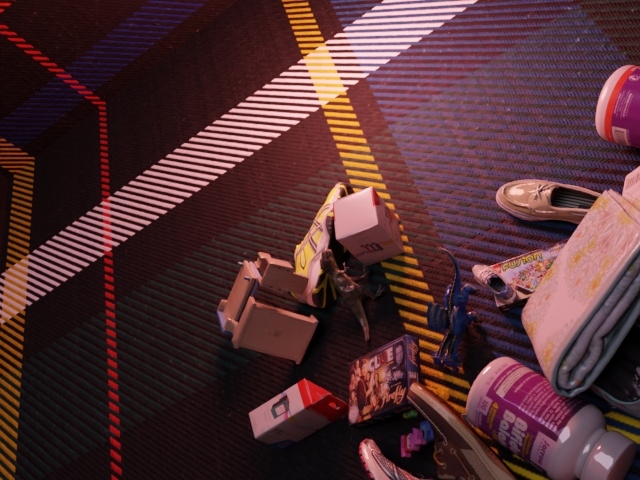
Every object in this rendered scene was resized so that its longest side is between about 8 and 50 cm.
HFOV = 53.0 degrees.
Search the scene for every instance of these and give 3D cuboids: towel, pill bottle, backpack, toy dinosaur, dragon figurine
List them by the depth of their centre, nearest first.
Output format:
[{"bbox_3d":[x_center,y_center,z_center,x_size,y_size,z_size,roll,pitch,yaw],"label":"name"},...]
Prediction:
[{"bbox_3d":[0.614,0.256,1.255,0.166,0.144,0.188,-47,19,0],"label":"backpack"},{"bbox_3d":[0.545,0.090,1.281,0.375,0.090,0.320,-62,0,19],"label":"towel"},{"bbox_3d":[0.458,0.375,1.292,0.301,0.169,0.169,28,82,43],"label":"pill bottle"},{"bbox_3d":[0.800,-0.277,1.427,0.323,0.181,0.182,26,81,42],"label":"pill bottle"},{"bbox_3d":[0.306,0.170,1.504,0.085,0.289,0.144,8,31,36],"label":"dragon figurine"},{"bbox_3d":[0.100,0.130,1.747,0.118,0.064,0.268,-28,80,-16],"label":"toy dinosaur"}]

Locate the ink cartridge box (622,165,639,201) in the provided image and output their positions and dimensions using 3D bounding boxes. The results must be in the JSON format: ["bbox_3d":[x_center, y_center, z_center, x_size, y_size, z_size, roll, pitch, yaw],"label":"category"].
[{"bbox_3d":[0.707,-0.071,1.313,0.066,0.296,0.261,20,72,1],"label":"ink cartridge box"}]

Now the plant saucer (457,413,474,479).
[{"bbox_3d":[0.321,0.479,1.413,0.067,0.018,0.192,-5,54,-6],"label":"plant saucer"}]

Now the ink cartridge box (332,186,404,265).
[{"bbox_3d":[0.132,-0.034,1.767,0.127,0.176,0.128,-21,54,21],"label":"ink cartridge box"}]

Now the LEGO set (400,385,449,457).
[{"bbox_3d":[0.245,0.382,1.485,0.093,0.087,0.227,-39,41,48],"label":"LEGO set"}]

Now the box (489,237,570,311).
[{"bbox_3d":[0.509,0.083,1.520,0.206,0.036,0.114,-23,52,23],"label":"box"}]

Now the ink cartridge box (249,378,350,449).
[{"bbox_3d":[-0.049,0.437,1.644,0.231,0.134,0.078,-34,48,14],"label":"ink cartridge box"}]

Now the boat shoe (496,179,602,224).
[{"bbox_3d":[0.563,-0.103,1.552,0.302,0.094,0.109,14,73,40],"label":"boat shoe"}]

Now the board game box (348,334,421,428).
[{"bbox_3d":[0.150,0.344,1.548,0.243,0.042,0.165,-40,40,48],"label":"board game box"}]

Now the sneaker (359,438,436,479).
[{"bbox_3d":[0.200,0.551,1.417,0.112,0.121,0.299,-40,57,-16],"label":"sneaker"}]

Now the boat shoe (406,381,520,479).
[{"bbox_3d":[0.288,0.452,1.341,0.123,0.123,0.342,-44,76,2],"label":"boat shoe"}]

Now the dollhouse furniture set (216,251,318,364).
[{"bbox_3d":[-0.143,0.162,1.851,0.287,0.198,0.303,-66,24,11],"label":"dollhouse furniture set"}]

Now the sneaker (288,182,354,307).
[{"bbox_3d":[0.000,0.000,1.865,0.147,0.145,0.385,4,65,37],"label":"sneaker"}]

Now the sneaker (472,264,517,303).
[{"bbox_3d":[0.408,0.092,1.522,0.052,0.058,0.135,-49,46,2],"label":"sneaker"}]
